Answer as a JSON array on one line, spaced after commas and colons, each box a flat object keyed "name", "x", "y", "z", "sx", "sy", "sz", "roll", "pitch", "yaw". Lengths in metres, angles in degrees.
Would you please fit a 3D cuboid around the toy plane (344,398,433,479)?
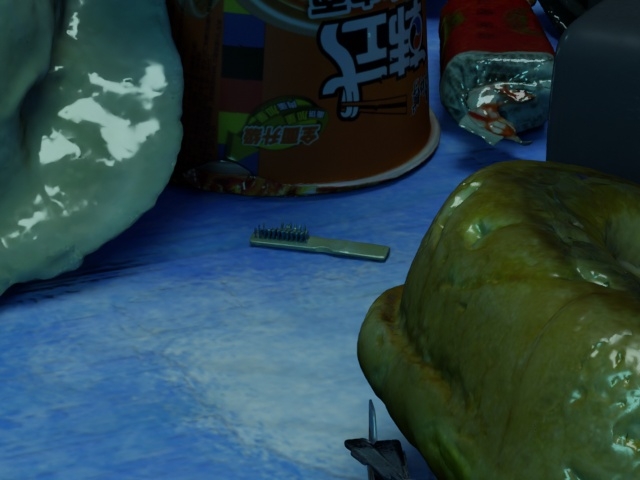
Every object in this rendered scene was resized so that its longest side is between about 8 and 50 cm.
[{"name": "toy plane", "x": 0.036, "y": 0.130, "z": 0.700, "sx": 0.053, "sy": 0.078, "sz": 0.197, "roll": -2, "pitch": 13, "yaw": -6}]

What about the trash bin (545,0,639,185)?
[{"name": "trash bin", "x": 0.273, "y": -0.029, "z": 0.898, "sx": 0.290, "sy": 0.209, "sz": 0.182, "roll": 14, "pitch": 30, "yaw": 32}]

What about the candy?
[{"name": "candy", "x": 0.127, "y": -0.132, "z": 1.235, "sx": 0.086, "sy": 0.059, "sz": 0.292, "roll": 2, "pitch": 26, "yaw": 1}]

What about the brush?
[{"name": "brush", "x": 0.000, "y": 0.000, "z": 1.016, "sx": 0.084, "sy": 0.013, "sz": 0.016, "roll": 9, "pitch": 26, "yaw": 7}]

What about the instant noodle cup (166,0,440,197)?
[{"name": "instant noodle cup", "x": -0.038, "y": -0.165, "z": 1.134, "sx": 0.250, "sy": 0.192, "sz": 0.250, "roll": 2, "pitch": 27, "yaw": -1}]

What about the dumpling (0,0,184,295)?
[{"name": "dumpling", "x": -0.241, "y": -0.098, "z": 0.955, "sx": 0.270, "sy": 0.320, "sz": 0.212, "roll": 29, "pitch": -7, "yaw": 31}]

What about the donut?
[{"name": "donut", "x": 0.142, "y": 0.066, "z": 0.739, "sx": 0.208, "sy": 0.128, "sz": 0.261, "roll": 8, "pitch": 25, "yaw": -31}]

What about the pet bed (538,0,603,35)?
[{"name": "pet bed", "x": 0.277, "y": -0.228, "z": 1.340, "sx": 0.211, "sy": 0.159, "sz": 0.183, "roll": -16, "pitch": 37, "yaw": -20}]
